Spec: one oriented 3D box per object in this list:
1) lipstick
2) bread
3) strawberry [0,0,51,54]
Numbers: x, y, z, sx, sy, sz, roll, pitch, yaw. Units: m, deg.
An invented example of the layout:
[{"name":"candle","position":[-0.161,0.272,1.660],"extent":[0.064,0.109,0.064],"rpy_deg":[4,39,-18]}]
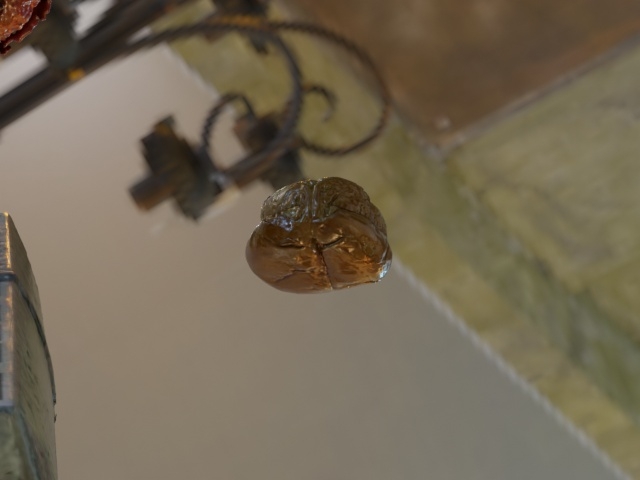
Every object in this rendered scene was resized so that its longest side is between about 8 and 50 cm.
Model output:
[{"name":"lipstick","position":[-0.148,0.060,0.796],"extent":[0.290,0.077,0.076],"rpy_deg":[-123,20,-72]},{"name":"bread","position":[0.000,0.000,1.111],"extent":[0.083,0.081,0.046],"rpy_deg":[7,-123,-7]},{"name":"strawberry","position":[-0.344,-0.249,2.023],"extent":[0.082,0.188,0.121],"rpy_deg":[-4,-114,-42]}]
